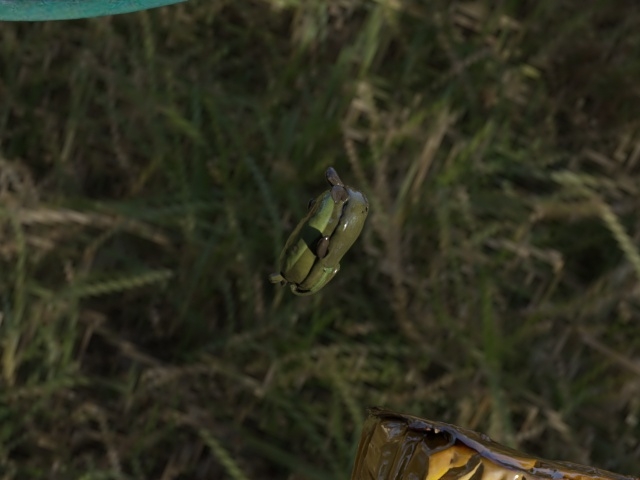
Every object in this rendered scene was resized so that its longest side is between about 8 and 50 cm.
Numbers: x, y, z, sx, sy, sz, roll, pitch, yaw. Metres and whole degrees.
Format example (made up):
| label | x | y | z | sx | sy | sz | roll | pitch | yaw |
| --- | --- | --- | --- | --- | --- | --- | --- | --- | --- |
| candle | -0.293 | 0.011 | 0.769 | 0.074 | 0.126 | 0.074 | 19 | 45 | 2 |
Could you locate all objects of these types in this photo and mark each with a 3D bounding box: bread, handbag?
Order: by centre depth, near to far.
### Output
| label | x | y | z | sx | sy | sz | roll | pitch | yaw |
| --- | --- | --- | --- | --- | --- | --- | --- | --- | --- |
| bread | 0.106 | 0.166 | 1.065 | 0.199 | 0.104 | 0.199 | 17 | -2 | 1 |
| handbag | 0.000 | 0.000 | 1.591 | 0.047 | 0.111 | 0.072 | 24 | 22 | -21 |

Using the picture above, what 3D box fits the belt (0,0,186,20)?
| label | x | y | z | sx | sy | sz | roll | pitch | yaw |
| --- | --- | --- | --- | --- | --- | --- | --- | --- | --- |
| belt | -0.076 | -0.268 | 0.854 | 0.436 | 0.300 | 0.173 | -19 | 47 | 3 |
